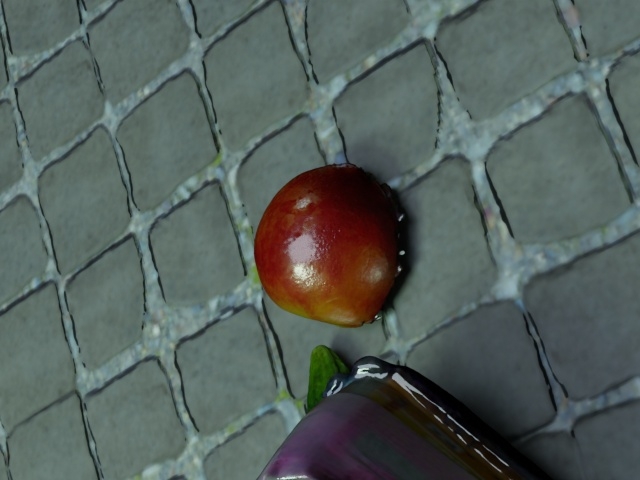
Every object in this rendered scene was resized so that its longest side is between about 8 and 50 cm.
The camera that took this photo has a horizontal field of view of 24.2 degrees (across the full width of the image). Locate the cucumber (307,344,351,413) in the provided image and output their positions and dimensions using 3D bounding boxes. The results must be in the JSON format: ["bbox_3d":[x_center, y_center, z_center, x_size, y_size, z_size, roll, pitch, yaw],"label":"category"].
[{"bbox_3d":[0.011,0.137,0.827,0.039,0.039,0.167,-18,68,36],"label":"cucumber"}]

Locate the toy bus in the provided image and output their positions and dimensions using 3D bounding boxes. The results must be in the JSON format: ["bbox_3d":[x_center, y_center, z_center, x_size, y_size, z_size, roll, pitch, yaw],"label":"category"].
[{"bbox_3d":[-0.042,0.253,0.740,0.171,0.162,0.386,40,109,17],"label":"toy bus"}]

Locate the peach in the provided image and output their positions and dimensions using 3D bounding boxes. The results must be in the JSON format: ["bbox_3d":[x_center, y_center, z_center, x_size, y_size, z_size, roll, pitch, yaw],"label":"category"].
[{"bbox_3d":[0.000,0.001,0.848,0.098,0.061,0.098,-11,75,45],"label":"peach"}]
